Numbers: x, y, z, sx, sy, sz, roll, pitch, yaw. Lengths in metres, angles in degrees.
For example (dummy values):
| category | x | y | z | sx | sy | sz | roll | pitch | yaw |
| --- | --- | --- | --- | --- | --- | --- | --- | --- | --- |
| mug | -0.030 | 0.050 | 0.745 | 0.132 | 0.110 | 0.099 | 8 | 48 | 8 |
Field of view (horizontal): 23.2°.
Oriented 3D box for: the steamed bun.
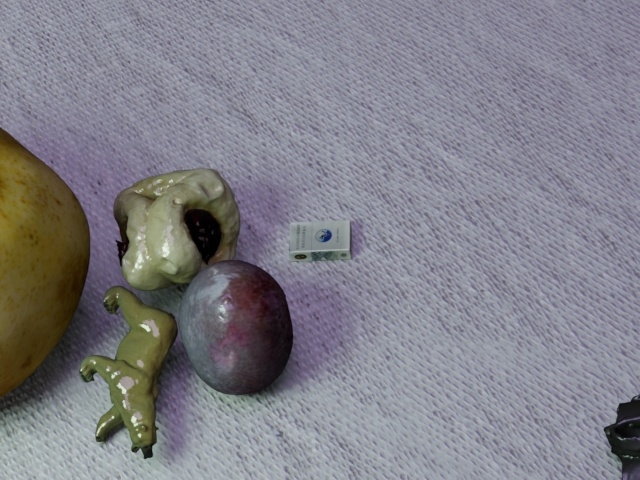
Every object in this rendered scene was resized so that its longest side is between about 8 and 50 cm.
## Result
| category | x | y | z | sx | sy | sz | roll | pitch | yaw |
| --- | --- | --- | --- | --- | --- | --- | --- | --- | --- |
| steamed bun | -0.197 | 0.002 | 2.016 | 0.172 | 0.141 | 0.155 | -10 | 25 | 16 |

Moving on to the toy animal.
| category | x | y | z | sx | sy | sz | roll | pitch | yaw |
| --- | --- | --- | --- | --- | --- | --- | --- | --- | --- |
| toy animal | -0.231 | 0.165 | 1.934 | 0.101 | 0.103 | 0.219 | -1 | 50 | 20 |

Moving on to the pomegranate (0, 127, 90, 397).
| category | x | y | z | sx | sy | sz | roll | pitch | yaw |
| --- | --- | --- | --- | --- | --- | --- | --- | --- | --- |
| pomegranate | -0.494 | 0.012 | 1.922 | 0.416 | 0.417 | 0.417 | -3 | 51 | 4 |

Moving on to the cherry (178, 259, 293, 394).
| category | x | y | z | sx | sy | sz | roll | pitch | yaw |
| --- | --- | --- | --- | --- | --- | --- | --- | --- | --- |
| cherry | -0.103 | 0.100 | 1.942 | 0.140 | 0.176 | 0.176 | -5 | 49 | -22 |

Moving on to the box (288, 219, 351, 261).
| category | x | y | z | sx | sy | sz | roll | pitch | yaw |
| --- | --- | --- | --- | --- | --- | --- | --- | --- | --- |
| box | 0.000 | 0.000 | 2.101 | 0.083 | 0.024 | 0.054 | -3 | 49 | 6 |

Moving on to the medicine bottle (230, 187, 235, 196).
| category | x | y | z | sx | sy | sz | roll | pitch | yaw |
| --- | --- | --- | --- | --- | --- | --- | --- | --- | --- |
| medicine bottle | -0.144 | -0.034 | 2.129 | 0.047 | 0.047 | 0.083 | 4 | 53 | 9 |

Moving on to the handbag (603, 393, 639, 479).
| category | x | y | z | sx | sy | sz | roll | pitch | yaw |
| --- | --- | --- | --- | --- | --- | --- | --- | --- | --- |
| handbag | 0.450 | 0.292 | 1.767 | 0.257 | 0.113 | 0.285 | -1 | 51 | 15 |
